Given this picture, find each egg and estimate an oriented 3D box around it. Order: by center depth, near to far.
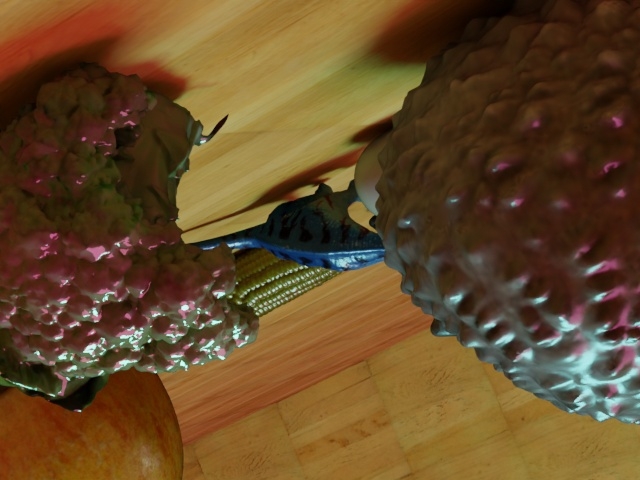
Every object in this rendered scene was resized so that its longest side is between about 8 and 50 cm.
[{"bbox_3d":[0.097,-0.066,1.901,0.135,0.103,0.103,-16,169,-20],"label":"egg"}]

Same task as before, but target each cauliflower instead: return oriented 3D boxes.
[{"bbox_3d":[-0.155,-0.024,1.385,0.256,0.239,0.315,-14,-148,38],"label":"cauliflower"}]

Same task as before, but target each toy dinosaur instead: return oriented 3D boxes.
[{"bbox_3d":[0.002,-0.011,1.987,0.329,0.076,0.144,3,-158,23],"label":"toy dinosaur"}]

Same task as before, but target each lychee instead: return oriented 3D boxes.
[{"bbox_3d":[0.243,-0.041,1.606,0.380,0.380,0.432,-11,153,-51],"label":"lychee"}]

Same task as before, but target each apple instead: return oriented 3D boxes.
[{"bbox_3d":[-0.282,0.234,2.061,0.299,0.275,0.299,-30,-161,12],"label":"apple"}]

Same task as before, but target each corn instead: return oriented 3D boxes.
[{"bbox_3d":[-0.055,0.039,2.241,0.231,0.080,0.080,-28,170,19],"label":"corn"}]

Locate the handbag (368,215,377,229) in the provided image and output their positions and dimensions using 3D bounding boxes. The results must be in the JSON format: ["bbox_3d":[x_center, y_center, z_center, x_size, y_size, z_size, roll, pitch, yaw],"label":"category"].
[{"bbox_3d":[0.123,-0.033,2.317,0.139,0.072,0.115,-5,167,-20],"label":"handbag"}]
